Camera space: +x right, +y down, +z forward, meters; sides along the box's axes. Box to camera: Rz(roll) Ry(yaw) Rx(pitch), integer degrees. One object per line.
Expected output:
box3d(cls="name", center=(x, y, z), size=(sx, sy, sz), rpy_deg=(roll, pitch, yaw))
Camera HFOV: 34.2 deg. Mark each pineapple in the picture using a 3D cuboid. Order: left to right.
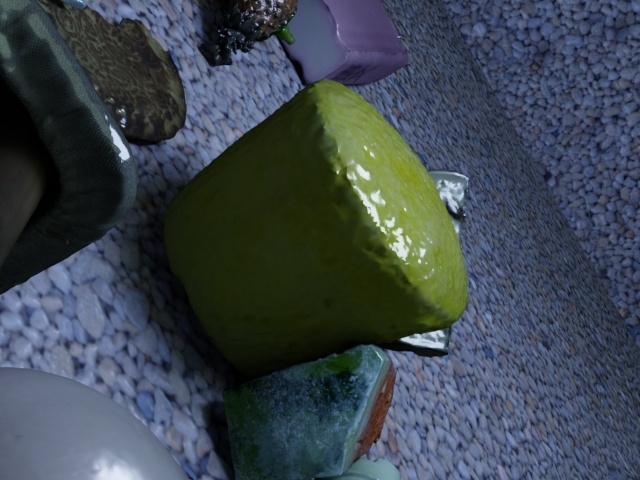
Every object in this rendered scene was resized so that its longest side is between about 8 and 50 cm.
box3d(cls="pineapple", center=(-0.116, -0.353, 1.672), size=(0.108, 0.108, 0.197), rpy_deg=(47, 60, -27))

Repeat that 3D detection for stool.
box3d(cls="stool", center=(-0.341, -0.058, 0.727), size=(0.310, 0.310, 0.226), rpy_deg=(55, 29, -10))

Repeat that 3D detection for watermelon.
box3d(cls="watermelon", center=(0.011, 0.209, 1.282), size=(0.257, 0.193, 0.139), rpy_deg=(20, 59, -76))

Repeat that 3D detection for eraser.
box3d(cls="eraser", center=(0.022, -0.446, 2.068), size=(0.272, 0.122, 0.359), rpy_deg=(60, 23, 4))

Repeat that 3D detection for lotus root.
box3d(cls="lotus root", center=(0.106, 0.037, 1.586), size=(0.149, 0.260, 0.267), rpy_deg=(11, 80, -14))

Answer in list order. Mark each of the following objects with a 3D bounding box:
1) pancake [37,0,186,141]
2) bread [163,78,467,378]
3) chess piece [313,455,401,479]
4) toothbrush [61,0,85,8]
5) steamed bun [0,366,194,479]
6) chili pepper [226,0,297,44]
box3d(cls="pancake", center=(-0.286, -0.253, 1.369), size=(0.286, 0.033, 0.288), rpy_deg=(61, 24, 4))
box3d(cls="bread", center=(0.000, 0.000, 1.309), size=(0.348, 0.308, 0.348), rpy_deg=(46, 25, -29))
box3d(cls="chess piece", center=(0.023, 0.348, 1.152), size=(0.194, 0.195, 0.299), rpy_deg=(58, 16, -6))
box3d(cls="toothbrush", center=(-0.375, -0.323, 1.235), size=(0.220, 0.016, 0.019), rpy_deg=(16, 48, -41))
box3d(cls="steamed bun", center=(-0.239, 0.224, 0.639), size=(0.309, 0.309, 0.309), rpy_deg=(44, 29, -33))
box3d(cls="chili pepper", center=(-0.128, -0.451, 1.798), size=(0.270, 0.099, 0.136), rpy_deg=(56, -10, -13))
